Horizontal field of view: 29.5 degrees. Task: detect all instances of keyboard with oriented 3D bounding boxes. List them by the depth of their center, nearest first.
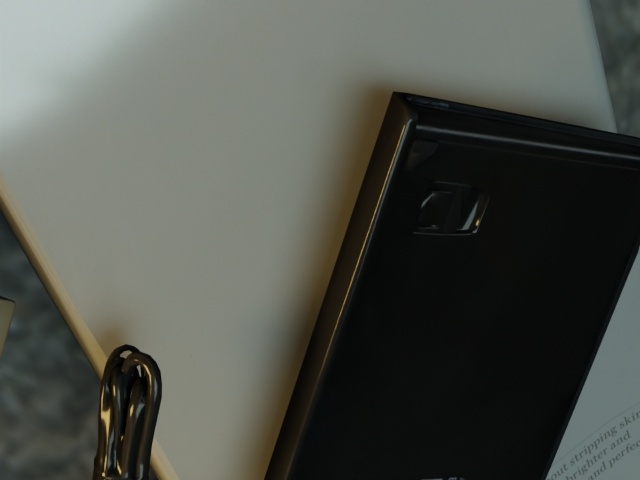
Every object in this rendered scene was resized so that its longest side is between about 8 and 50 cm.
[{"bbox_3d":[-0.008,0.100,0.426,0.201,0.033,0.317,5,112,-33],"label":"keyboard"}]

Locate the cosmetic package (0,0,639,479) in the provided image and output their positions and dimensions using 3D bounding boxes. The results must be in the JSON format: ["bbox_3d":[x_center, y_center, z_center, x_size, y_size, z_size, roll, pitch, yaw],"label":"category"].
[{"bbox_3d":[0.000,0.000,0.494,0.217,0.156,0.385,-29,122,-14],"label":"cosmetic package"}]

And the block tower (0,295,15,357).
[{"bbox_3d":[-0.251,0.030,0.337,0.335,0.091,0.097,18,87,-54],"label":"block tower"}]
